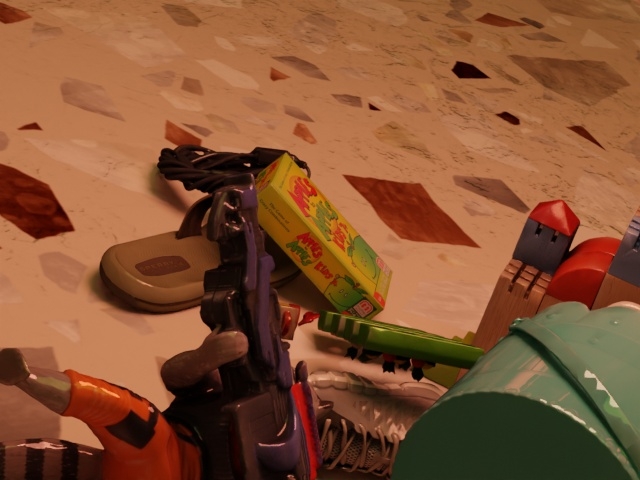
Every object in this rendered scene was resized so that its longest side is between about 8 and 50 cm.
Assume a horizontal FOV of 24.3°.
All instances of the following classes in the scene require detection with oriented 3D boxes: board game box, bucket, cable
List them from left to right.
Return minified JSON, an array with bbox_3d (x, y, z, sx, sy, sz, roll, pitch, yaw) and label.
[{"bbox_3d":[-0.113,-0.078,1.727,0.184,0.047,0.150,11,19,26],"label":"cable"},{"bbox_3d":[0.000,0.000,1.591,0.181,0.043,0.092,48,23,-13],"label":"board game box"},{"bbox_3d":[0.204,0.202,1.202,0.281,0.281,0.183,32,33,24],"label":"bucket"}]

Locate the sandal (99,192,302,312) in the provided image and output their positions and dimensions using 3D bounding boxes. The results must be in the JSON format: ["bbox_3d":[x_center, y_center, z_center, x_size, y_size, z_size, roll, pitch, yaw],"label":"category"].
[{"bbox_3d":[-0.103,-0.001,1.572,0.120,0.086,0.302,32,29,25],"label":"sandal"}]

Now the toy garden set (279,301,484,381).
[{"bbox_3d":[0.023,0.098,1.418,0.203,0.049,0.244,12,-1,-10],"label":"toy garden set"}]

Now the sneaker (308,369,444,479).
[{"bbox_3d":[0.051,0.185,1.323,0.228,0.086,0.132,1,34,-34],"label":"sneaker"}]

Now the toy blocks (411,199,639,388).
[{"bbox_3d":[0.316,0.087,1.487,0.381,0.261,0.191,25,27,12],"label":"toy blocks"}]

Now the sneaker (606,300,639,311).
[{"bbox_3d":[0.309,0.183,1.353,0.104,0.296,0.147,-19,9,15],"label":"sneaker"}]

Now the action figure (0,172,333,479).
[{"bbox_3d":[-0.125,0.124,1.157,0.178,0.342,0.330,-6,-3,44],"label":"action figure"}]
